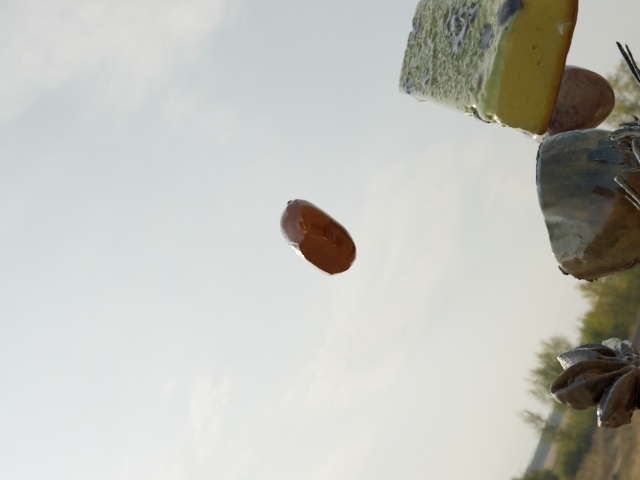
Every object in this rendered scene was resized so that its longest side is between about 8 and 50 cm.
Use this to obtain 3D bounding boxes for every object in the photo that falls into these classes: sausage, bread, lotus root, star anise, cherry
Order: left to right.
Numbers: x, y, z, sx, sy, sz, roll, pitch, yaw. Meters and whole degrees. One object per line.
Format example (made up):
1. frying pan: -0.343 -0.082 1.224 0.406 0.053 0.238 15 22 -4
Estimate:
1. sausage: 0.000 0.000 1.250 0.179 0.089 0.089 40 -111 -40
2. bread: 0.168 -0.208 0.854 0.361 0.077 0.138 -117 40 -74
3. cherry: 0.542 -0.309 1.771 0.213 0.266 0.183 -127 33 -75
4. lotus root: 0.471 -0.075 1.218 0.192 0.272 0.272 -25 25 52
5. star anise: 0.590 0.275 1.446 0.315 0.315 0.108 -40 -39 -53

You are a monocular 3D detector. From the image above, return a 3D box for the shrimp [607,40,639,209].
1. shrimp: 0.436 -0.083 0.930 0.137 0.372 0.172 -40 -17 18
